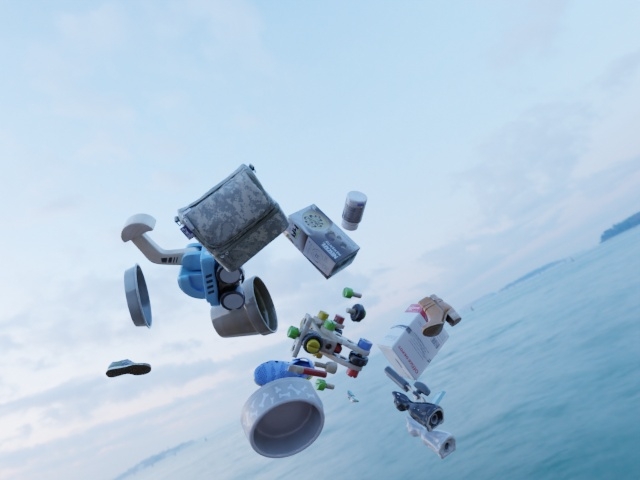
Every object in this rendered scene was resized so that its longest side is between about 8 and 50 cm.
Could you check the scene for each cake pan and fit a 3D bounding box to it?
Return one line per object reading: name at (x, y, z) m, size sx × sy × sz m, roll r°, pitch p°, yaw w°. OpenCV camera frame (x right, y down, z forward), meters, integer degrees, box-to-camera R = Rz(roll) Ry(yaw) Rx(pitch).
cake pan at (-0.789, 0.243, 1.741) m, size 0.054 × 0.293 × 0.293 m, roll -11°, pitch -21°, yaw -16°

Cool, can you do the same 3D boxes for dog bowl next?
dog bowl at (-0.141, 0.721, 1.614) m, size 0.349 × 0.102 × 0.348 m, roll -7°, pitch -65°, yaw -16°

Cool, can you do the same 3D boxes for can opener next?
can opener at (0.454, 0.749, 2.113) m, size 0.093 × 0.280 × 0.074 m, roll -44°, pitch -51°, yaw -18°

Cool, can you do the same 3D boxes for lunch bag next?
lunch bag at (-0.297, -0.082, 1.351) m, size 0.305 × 0.212 × 0.256 m, roll -39°, pitch -50°, yaw -9°

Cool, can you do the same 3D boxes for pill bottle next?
pill bottle at (0.121, -0.108, 1.487) m, size 0.078 × 0.078 × 0.137 m, roll -15°, pitch -46°, yaw -32°

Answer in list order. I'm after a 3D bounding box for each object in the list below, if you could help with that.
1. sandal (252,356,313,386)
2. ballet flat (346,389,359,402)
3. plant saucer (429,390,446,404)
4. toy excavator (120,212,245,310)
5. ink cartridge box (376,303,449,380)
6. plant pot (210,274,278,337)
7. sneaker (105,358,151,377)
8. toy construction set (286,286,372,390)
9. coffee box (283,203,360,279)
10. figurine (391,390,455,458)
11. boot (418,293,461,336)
sandal at (-0.159, 0.606, 1.886) m, size 0.318 × 0.126 × 0.138 m, roll -4°, pitch -26°, yaw -25°
ballet flat at (0.178, 0.878, 2.241) m, size 0.041 × 0.041 × 0.114 m, roll -20°, pitch 19°, yaw -18°
plant saucer at (0.573, 0.826, 2.040) m, size 0.192 × 0.018 × 0.067 m, roll -29°, pitch -13°, yaw -46°
toy excavator at (-0.546, 0.090, 1.662) m, size 0.446 × 0.222 × 0.432 m, roll -5°, pitch -57°, yaw -10°
ink cartridge box at (0.408, 0.440, 1.767) m, size 0.273 × 0.197 × 0.114 m, roll -42°, pitch 12°, yaw -27°
plant pot at (-0.415, 0.384, 2.136) m, size 0.281 × 0.323 × 0.323 m, roll -23°, pitch -17°, yaw 5°
sneaker at (-0.888, 0.582, 1.876) m, size 0.192 × 0.086 × 0.064 m, roll -2°, pitch -69°, yaw -17°
toy construction set at (-0.018, 0.315, 1.223) m, size 0.237 × 0.257 × 0.308 m, roll 18°, pitch -61°, yaw -22°
coffee box at (0.000, 0.000, 1.714) m, size 0.168 × 0.297 × 0.118 m, roll -28°, pitch -25°, yaw -39°
figurine at (0.365, 0.660, 1.466) m, size 0.092 × 0.214 × 0.209 m, roll -34°, pitch 18°, yaw -26°
boot at (0.429, 0.288, 1.568) m, size 0.197 × 0.152 × 0.072 m, roll -11°, pitch -50°, yaw -30°
